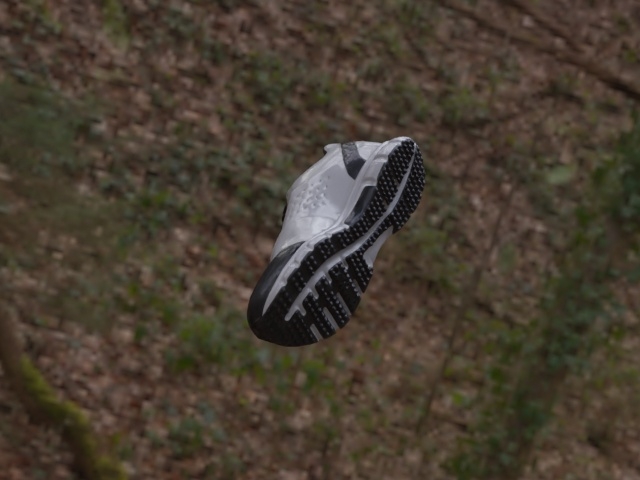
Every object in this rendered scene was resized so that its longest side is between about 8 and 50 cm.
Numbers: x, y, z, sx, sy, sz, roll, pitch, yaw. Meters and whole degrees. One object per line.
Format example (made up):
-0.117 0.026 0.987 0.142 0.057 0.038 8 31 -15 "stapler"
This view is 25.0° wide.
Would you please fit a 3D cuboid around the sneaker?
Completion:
0.000 0.000 0.569 0.043 0.109 0.040 8 -46 34 "sneaker"
